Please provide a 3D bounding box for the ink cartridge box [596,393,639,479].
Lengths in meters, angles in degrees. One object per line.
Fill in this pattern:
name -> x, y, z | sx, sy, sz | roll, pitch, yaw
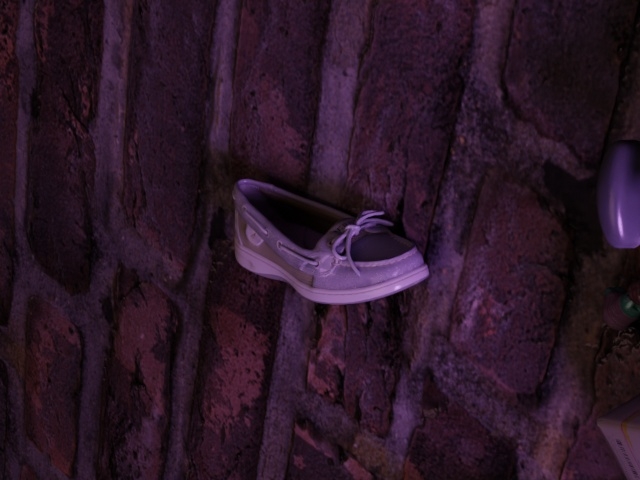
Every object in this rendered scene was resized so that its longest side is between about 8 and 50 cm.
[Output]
ink cartridge box -> 0.388, 0.236, 1.649 | 0.207, 0.119, 0.353 | 61, 177, 2

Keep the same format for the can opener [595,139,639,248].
can opener -> 0.324, -0.128, 1.644 | 0.076, 0.095, 0.283 | 29, 117, 57

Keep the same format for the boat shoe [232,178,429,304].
boat shoe -> 0.001, -0.001, 2.116 | 0.320, 0.118, 0.103 | 19, 127, 50

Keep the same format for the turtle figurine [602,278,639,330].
turtle figurine -> 0.373, 0.034, 1.715 | 0.175, 0.118, 0.234 | 52, 145, 16
